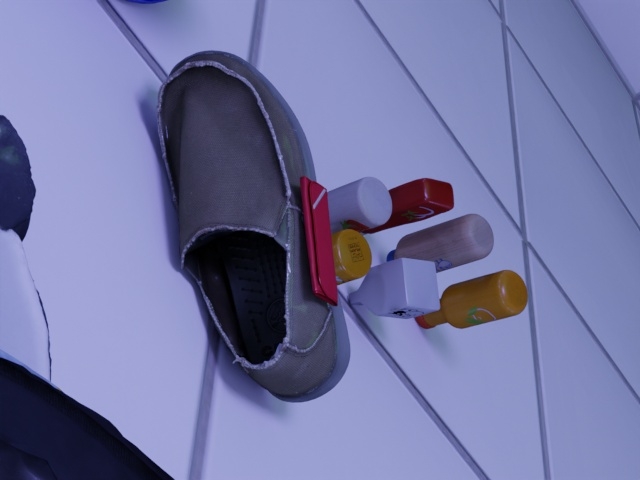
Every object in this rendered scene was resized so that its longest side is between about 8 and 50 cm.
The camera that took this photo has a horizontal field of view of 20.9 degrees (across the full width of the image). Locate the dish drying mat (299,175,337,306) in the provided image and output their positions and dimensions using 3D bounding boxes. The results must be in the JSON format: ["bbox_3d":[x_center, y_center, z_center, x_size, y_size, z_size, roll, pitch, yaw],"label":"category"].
[{"bbox_3d":[0.000,0.000,1.138,0.032,0.008,0.083,33,45,-57],"label":"dish drying mat"}]

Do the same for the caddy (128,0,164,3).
[{"bbox_3d":[-0.134,-0.311,1.199,0.341,0.179,0.241,35,58,-53],"label":"caddy"}]

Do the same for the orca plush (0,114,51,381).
[{"bbox_3d":[-0.236,-0.023,0.773,0.287,0.102,0.151,38,75,-30],"label":"orca plush"}]

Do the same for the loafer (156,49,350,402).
[{"bbox_3d":[-0.049,-0.016,1.150,0.251,0.094,0.087,69,17,14],"label":"loafer"}]

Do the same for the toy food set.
[{"bbox_3d":[0.055,0.014,1.413,0.232,0.104,0.111,8,70,-45],"label":"toy food set"}]

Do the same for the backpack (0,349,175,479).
[{"bbox_3d":[-0.106,0.194,0.586,0.355,0.273,0.290,73,9,-49],"label":"backpack"}]

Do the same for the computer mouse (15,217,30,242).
[{"bbox_3d":[-0.204,-0.102,0.958,0.071,0.041,0.242,18,48,-62],"label":"computer mouse"}]
